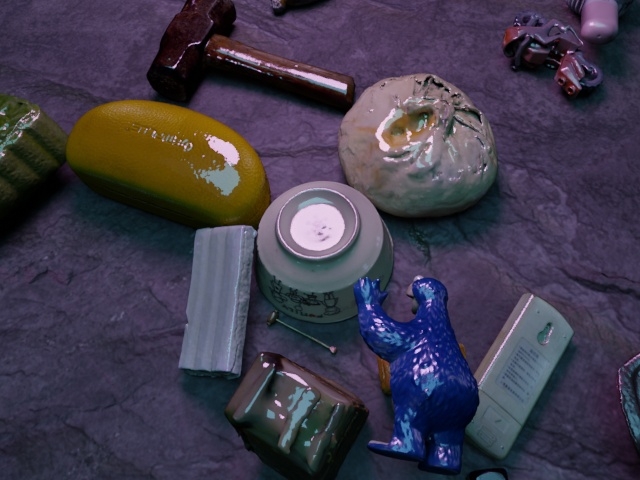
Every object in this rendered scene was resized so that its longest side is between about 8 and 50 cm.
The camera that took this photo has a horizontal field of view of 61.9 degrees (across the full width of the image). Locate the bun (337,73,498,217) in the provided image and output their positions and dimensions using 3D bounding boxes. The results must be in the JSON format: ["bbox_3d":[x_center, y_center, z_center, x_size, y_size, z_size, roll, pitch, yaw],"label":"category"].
[{"bbox_3d":[0.164,-0.176,0.906,0.287,0.146,0.287,-2,61,4],"label":"bun"}]

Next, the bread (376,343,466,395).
[{"bbox_3d":[0.149,0.189,0.780,0.132,0.053,0.074,-2,65,4],"label":"bread"}]

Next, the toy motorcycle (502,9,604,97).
[{"bbox_3d":[0.425,-0.348,1.003,0.118,0.084,0.212,-29,70,-18],"label":"toy motorcycle"}]

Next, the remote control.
[{"bbox_3d":[0.275,0.191,0.760,0.098,0.038,0.233,42,72,-10],"label":"remote control"}]

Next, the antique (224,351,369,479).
[{"bbox_3d":[-0.023,0.219,0.653,0.125,0.284,0.150,25,70,16],"label":"antique"}]

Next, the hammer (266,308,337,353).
[{"bbox_3d":[-0.029,0.146,0.841,0.123,0.014,0.029,26,78,13],"label":"hammer"}]

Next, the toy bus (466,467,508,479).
[{"bbox_3d":[0.225,0.380,0.670,0.057,0.072,0.172,-8,65,3],"label":"toy bus"}]

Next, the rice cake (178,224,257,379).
[{"bbox_3d":[-0.160,0.090,0.825,0.127,0.043,0.237,-7,70,37],"label":"rice cake"}]

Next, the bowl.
[{"bbox_3d":[0.000,0.000,0.848,0.238,0.126,0.237,-2,62,4],"label":"bowl"}]

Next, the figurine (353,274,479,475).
[{"bbox_3d":[0.138,0.156,0.677,0.121,0.164,0.262,-26,57,41],"label":"figurine"}]

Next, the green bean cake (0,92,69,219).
[{"bbox_3d":[-0.592,-0.140,0.946,0.222,0.125,0.248,20,69,30],"label":"green bean cake"}]

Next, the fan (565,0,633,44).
[{"bbox_3d":[0.535,-0.452,1.019,0.130,0.074,0.244,16,52,8],"label":"fan"}]

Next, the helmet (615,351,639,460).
[{"bbox_3d":[0.503,0.260,0.664,0.198,0.154,0.253,-30,45,12],"label":"helmet"}]

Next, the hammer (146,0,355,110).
[{"bbox_3d":[-0.119,-0.351,1.050,0.409,0.095,0.242,19,67,11],"label":"hammer"}]

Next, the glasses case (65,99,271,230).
[{"bbox_3d":[-0.259,-0.139,0.928,0.371,0.141,0.173,19,67,13],"label":"glasses case"}]

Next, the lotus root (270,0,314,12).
[{"bbox_3d":[-0.039,-0.552,1.146,0.165,0.088,0.088,-26,64,3],"label":"lotus root"}]
